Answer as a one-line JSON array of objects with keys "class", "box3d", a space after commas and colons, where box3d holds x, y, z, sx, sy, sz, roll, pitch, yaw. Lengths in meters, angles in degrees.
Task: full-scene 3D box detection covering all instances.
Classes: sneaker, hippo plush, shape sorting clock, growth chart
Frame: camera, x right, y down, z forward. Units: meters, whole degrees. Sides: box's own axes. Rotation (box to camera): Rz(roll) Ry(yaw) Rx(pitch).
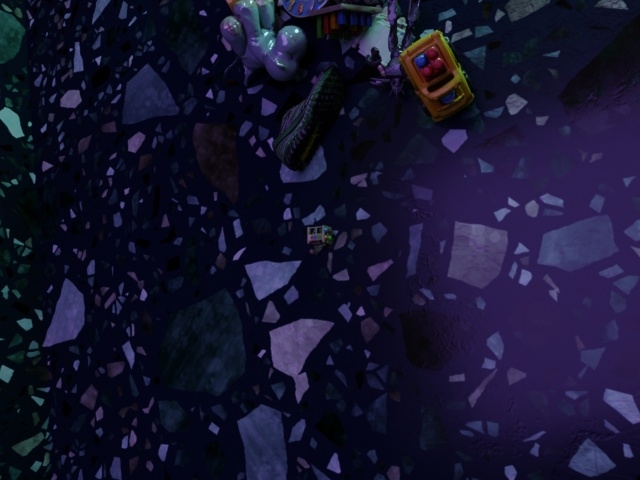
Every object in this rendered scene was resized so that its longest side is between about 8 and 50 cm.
[{"class": "sneaker", "box3d": [-0.050, -0.401, 1.585, 0.146, 0.134, 0.344, 40, 104, 30]}, {"class": "hippo plush", "box3d": [-0.177, -0.627, 1.631, 0.236, 0.234, 0.294, 39, 106, 28]}, {"class": "shape sorting clock", "box3d": [-0.041, -0.803, 1.571, 0.206, 0.040, 0.206, -4, 82, 31]}, {"class": "growth chart", "box3d": [0.204, -0.606, 1.530, 0.172, 0.021, 0.237, -48, 62, 15]}]

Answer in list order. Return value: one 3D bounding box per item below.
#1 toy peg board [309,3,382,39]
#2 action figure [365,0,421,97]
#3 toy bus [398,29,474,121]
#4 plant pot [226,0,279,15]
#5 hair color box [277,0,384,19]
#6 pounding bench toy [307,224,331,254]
[{"class": "toy peg board", "box3d": [0.075, -0.659, 1.527, 0.160, 0.161, 0.079, 19, 117, 50]}, {"class": "action figure", "box3d": [0.225, -0.554, 1.439, 0.185, 0.099, 0.285, 3, 97, 4]}, {"class": "toy bus", "box3d": [0.303, -0.426, 1.303, 0.149, 0.211, 0.220, -29, 98, 17]}, {"class": "plant pot", "box3d": [-0.226, -0.846, 1.736, 0.187, 0.205, 0.205, -31, 67, 6]}, {"class": "hair color box", "box3d": [0.040, -0.836, 1.613, 0.347, 0.105, 0.174, 6, 87, 32]}, {"class": "pounding bench toy", "box3d": [0.000, 0.000, 1.541, 0.065, 0.052, 0.083, -5, 80, 30]}]
